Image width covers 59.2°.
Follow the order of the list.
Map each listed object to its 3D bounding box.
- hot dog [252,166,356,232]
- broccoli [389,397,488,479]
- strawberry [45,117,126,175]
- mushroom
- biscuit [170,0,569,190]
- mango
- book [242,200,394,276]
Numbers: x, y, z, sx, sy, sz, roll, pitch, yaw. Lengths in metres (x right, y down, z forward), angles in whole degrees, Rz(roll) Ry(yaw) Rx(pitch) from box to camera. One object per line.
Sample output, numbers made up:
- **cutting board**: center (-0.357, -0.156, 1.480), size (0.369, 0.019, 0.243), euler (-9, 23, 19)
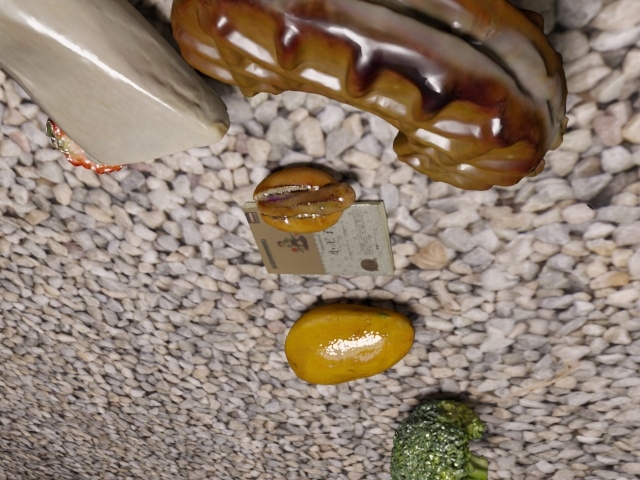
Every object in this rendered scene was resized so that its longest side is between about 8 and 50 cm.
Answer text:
- **hot dog**: center (-0.020, -0.048, 0.716), size (0.140, 0.060, 0.090), euler (2, 118, 15)
- **broccoli**: center (0.208, 0.386, 0.993), size (0.176, 0.198, 0.226), euler (0, 128, 36)
- **strawberry**: center (-0.280, -0.139, 0.731), size (0.152, 0.048, 0.104), euler (-7, 125, 5)
- **mushroom**: center (-0.281, -0.230, 0.577), size (0.154, 0.138, 0.407), euler (-18, 124, 46)
- **biscuit**: center (0.047, -0.152, 0.486), size (0.366, 0.115, 0.268), euler (21, 179, -5)
- **mango**: center (0.041, 0.160, 0.881), size (0.227, 0.109, 0.147), euler (-24, 119, 33)
- **book**: center (0.000, 0.000, 0.801), size (0.198, 0.016, 0.138), euler (0, 133, 18)
